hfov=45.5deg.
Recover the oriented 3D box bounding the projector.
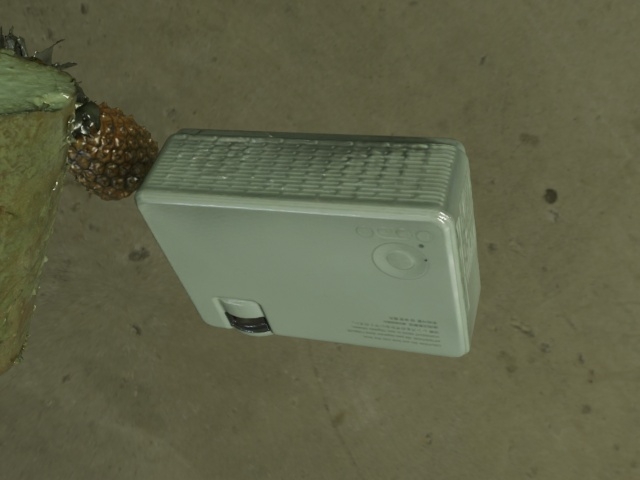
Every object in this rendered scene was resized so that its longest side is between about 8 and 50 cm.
[{"bbox_3d":[0.000,0.000,0.643,0.256,0.192,0.099,4,50,20],"label":"projector"}]

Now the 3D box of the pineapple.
[{"bbox_3d":[-0.300,-0.150,0.904,0.125,0.125,0.251,-57,138,-11],"label":"pineapple"}]

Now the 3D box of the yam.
[{"bbox_3d":[-0.313,-0.020,0.660,0.167,0.168,0.304,18,123,-13],"label":"yam"}]
